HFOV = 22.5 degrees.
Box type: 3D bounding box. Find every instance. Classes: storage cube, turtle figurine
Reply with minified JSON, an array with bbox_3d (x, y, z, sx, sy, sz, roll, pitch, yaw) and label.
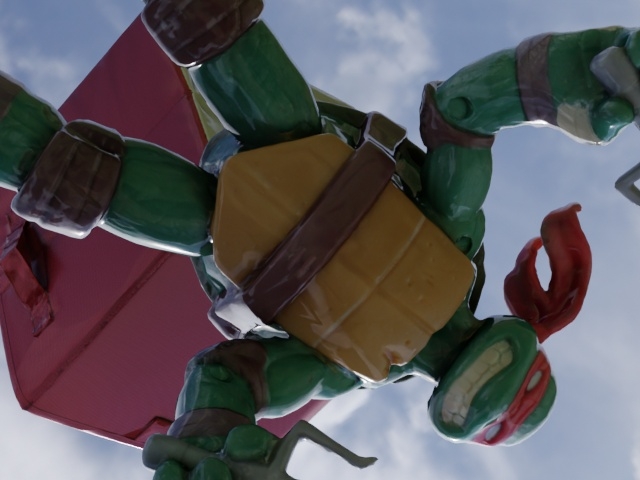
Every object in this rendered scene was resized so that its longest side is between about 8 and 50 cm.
[{"bbox_3d":[-0.075,0.004,1.005,0.215,0.193,0.184,25,-150,-39],"label":"storage cube"},{"bbox_3d":[0.000,0.000,0.438,0.234,0.118,0.175,37,-103,-7],"label":"turtle figurine"}]
